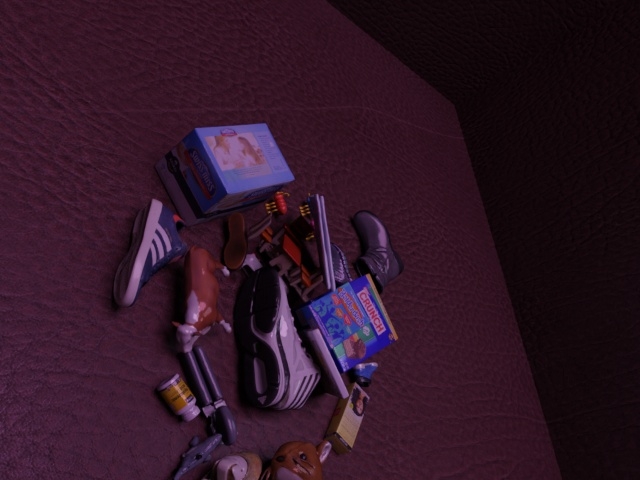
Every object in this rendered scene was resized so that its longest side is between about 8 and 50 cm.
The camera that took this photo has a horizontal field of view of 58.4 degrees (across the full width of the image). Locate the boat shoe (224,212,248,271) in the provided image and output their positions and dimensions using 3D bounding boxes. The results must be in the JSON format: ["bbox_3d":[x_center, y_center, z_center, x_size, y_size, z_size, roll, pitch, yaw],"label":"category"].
[{"bbox_3d":[-0.268,0.012,1.866,0.073,0.073,0.207,80,11,-60],"label":"boat shoe"}]

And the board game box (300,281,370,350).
[{"bbox_3d":[0.053,0.249,1.891,0.210,0.047,0.160,-26,86,-45],"label":"board game box"}]

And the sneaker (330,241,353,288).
[{"bbox_3d":[0.054,0.114,2.180,0.098,0.083,0.223,-19,82,-49],"label":"sneaker"}]

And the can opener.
[{"bbox_3d":[-0.290,0.413,1.542,0.074,0.093,0.280,-12,70,-52],"label":"can opener"}]

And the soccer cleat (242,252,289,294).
[{"bbox_3d":[-0.188,0.125,1.892,0.196,0.068,0.076,42,45,-13],"label":"soccer cleat"}]

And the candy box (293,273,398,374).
[{"bbox_3d":[0.096,0.296,2.021,0.317,0.122,0.268,-20,83,-45],"label":"candy box"}]

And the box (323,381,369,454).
[{"bbox_3d":[0.090,0.587,1.902,0.087,0.058,0.232,49,37,-15],"label":"box"}]

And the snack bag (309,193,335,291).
[{"bbox_3d":[0.000,0.000,1.992,0.342,0.037,0.323,-145,-133,-84],"label":"snack bag"}]

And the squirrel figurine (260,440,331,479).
[{"bbox_3d":[-0.021,0.741,1.537,0.397,0.281,0.370,40,27,-48],"label":"squirrel figurine"}]

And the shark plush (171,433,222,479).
[{"bbox_3d":[-0.317,0.537,1.431,0.161,0.067,0.073,-16,79,-54],"label":"shark plush"}]

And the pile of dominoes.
[{"bbox_3d":[-0.116,0.102,1.980,0.251,0.040,0.196,53,13,2],"label":"pile of dominoes"}]

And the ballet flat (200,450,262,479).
[{"bbox_3d":[-0.257,0.607,1.398,0.123,0.123,0.348,58,38,-2],"label":"ballet flat"}]

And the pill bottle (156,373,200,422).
[{"bbox_3d":[-0.362,0.406,1.472,0.116,0.065,0.065,56,35,-6],"label":"pill bottle"}]

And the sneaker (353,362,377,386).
[{"bbox_3d":[0.163,0.486,2.069,0.152,0.058,0.084,17,66,-61],"label":"sneaker"}]

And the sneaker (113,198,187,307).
[{"bbox_3d":[-0.449,0.046,1.567,0.148,0.131,0.350,33,44,-30],"label":"sneaker"}]

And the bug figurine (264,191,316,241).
[{"bbox_3d":[-0.074,-0.091,2.174,0.279,0.072,0.216,-1,66,-51],"label":"bug figurine"}]

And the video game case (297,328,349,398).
[{"bbox_3d":[0.004,0.389,1.828,0.026,0.206,0.227,-25,88,-17],"label":"video game case"}]

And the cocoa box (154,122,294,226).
[{"bbox_3d":[-0.301,-0.222,1.855,0.347,0.228,0.231,-21,83,-55],"label":"cocoa box"}]

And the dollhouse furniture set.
[{"bbox_3d":[-0.094,0.014,1.864,0.262,0.135,0.259,49,10,-15],"label":"dollhouse furniture set"}]

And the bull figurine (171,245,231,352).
[{"bbox_3d":[-0.329,0.170,1.610,0.188,0.101,0.310,53,32,-60],"label":"bull figurine"}]

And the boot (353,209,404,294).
[{"bbox_3d":[0.212,0.042,2.401,0.338,0.118,0.223,56,40,2],"label":"boot"}]

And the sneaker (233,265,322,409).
[{"bbox_3d":[-0.126,0.315,1.789,0.257,0.169,0.447,37,40,-50],"label":"sneaker"}]
